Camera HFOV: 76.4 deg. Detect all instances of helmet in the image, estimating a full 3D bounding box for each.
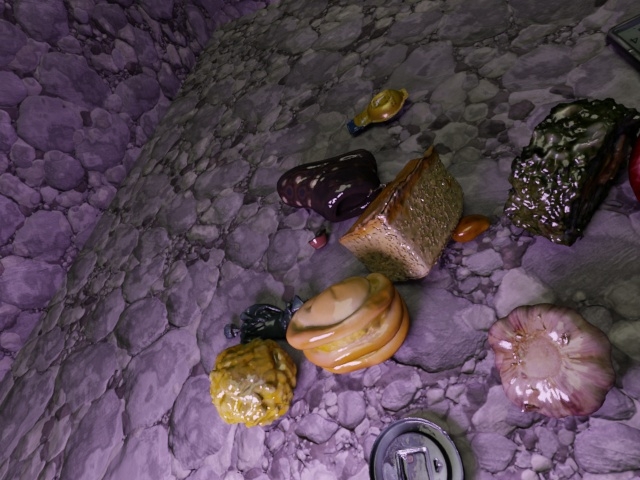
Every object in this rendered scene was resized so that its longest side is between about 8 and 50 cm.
[{"bbox_3d":[0.002,0.000,1.414,0.084,0.049,0.065,-41,6,-36],"label":"helmet"}]

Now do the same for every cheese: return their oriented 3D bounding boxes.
[{"bbox_3d":[0.225,-0.521,1.629,0.270,0.069,0.177,-29,47,16],"label":"cheese"}]

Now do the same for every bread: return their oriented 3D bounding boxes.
[{"bbox_3d":[0.082,0.226,1.067,0.315,0.270,0.211,-28,62,5],"label":"bread"},{"bbox_3d":[0.236,-0.063,1.180,0.279,0.248,0.315,-33,15,51],"label":"bread"}]

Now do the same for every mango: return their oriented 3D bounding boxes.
[{"bbox_3d":[0.428,-0.037,1.162,0.114,0.060,0.080,-25,33,18],"label":"mango"}]

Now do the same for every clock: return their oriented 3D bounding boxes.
[{"bbox_3d":[1.041,-0.603,1.182,0.273,0.049,0.279,-22,49,19],"label":"clock"},{"bbox_3d":[0.215,0.516,0.915,0.215,0.042,0.215,-17,51,22],"label":"clock"}]

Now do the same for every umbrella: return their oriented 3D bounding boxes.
[{"bbox_3d":[-0.177,0.272,1.305,0.349,0.094,0.143,-12,49,27],"label":"umbrella"}]

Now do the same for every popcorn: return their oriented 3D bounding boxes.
[{"bbox_3d":[-0.184,0.404,1.145,0.249,0.225,0.249,-10,41,9],"label":"popcorn"}]

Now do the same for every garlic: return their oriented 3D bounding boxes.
[{"bbox_3d":[0.485,0.250,0.865,0.245,0.160,0.245,-13,69,39],"label":"garlic"}]

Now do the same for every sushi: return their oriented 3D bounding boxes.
[{"bbox_3d":[0.606,-0.180,0.993,0.178,0.294,0.352,31,75,39],"label":"sushi"}]

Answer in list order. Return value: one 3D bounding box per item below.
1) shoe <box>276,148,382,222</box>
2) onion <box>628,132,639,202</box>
[{"bbox_3d":[0.025,-0.167,1.434,0.384,0.171,0.237,-14,48,14],"label":"shoe"},{"bbox_3d":[0.823,-0.174,0.869,0.273,0.285,0.273,-1,75,5],"label":"onion"}]
